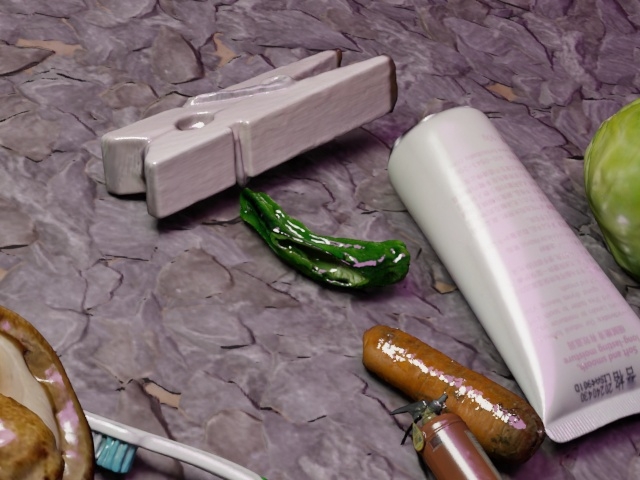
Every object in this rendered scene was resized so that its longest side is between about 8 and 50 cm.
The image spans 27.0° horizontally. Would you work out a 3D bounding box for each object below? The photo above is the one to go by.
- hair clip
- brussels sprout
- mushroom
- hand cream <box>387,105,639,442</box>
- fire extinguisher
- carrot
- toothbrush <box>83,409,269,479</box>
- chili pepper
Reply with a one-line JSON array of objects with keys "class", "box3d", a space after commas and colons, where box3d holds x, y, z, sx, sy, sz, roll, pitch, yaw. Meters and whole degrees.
[{"class": "hair clip", "box3d": [-0.064, -0.113, 1.333, 0.101, 0.085, 0.331, 26, 40, 36]}, {"class": "brussels sprout", "box3d": [0.386, -0.057, 1.380, 0.244, 0.244, 0.244, 12, 41, -11]}, {"class": "mushroom", "box3d": [-0.262, 0.138, 0.891, 0.253, 0.153, 0.253, 42, 20, -19]}, {"class": "hand cream", "box3d": [0.195, 0.027, 1.289, 0.186, 0.118, 0.358, -11, 57, -35]}, {"class": "fire extinguisher", "box3d": [0.119, 0.196, 1.097, 0.050, 0.062, 0.177, 12, 36, -50]}, {"class": "carrot", "box3d": [0.113, 0.131, 1.166, 0.186, 0.060, 0.060, 33, 41, 21]}, {"class": "toothbrush", "box3d": [-0.004, 0.215, 1.033, 0.418, 0.042, 0.040, 20, 80, -2]}, {"class": "chili pepper", "box3d": [-0.005, 0.003, 1.263, 0.182, 0.050, 0.073, 25, 48, 9]}]
